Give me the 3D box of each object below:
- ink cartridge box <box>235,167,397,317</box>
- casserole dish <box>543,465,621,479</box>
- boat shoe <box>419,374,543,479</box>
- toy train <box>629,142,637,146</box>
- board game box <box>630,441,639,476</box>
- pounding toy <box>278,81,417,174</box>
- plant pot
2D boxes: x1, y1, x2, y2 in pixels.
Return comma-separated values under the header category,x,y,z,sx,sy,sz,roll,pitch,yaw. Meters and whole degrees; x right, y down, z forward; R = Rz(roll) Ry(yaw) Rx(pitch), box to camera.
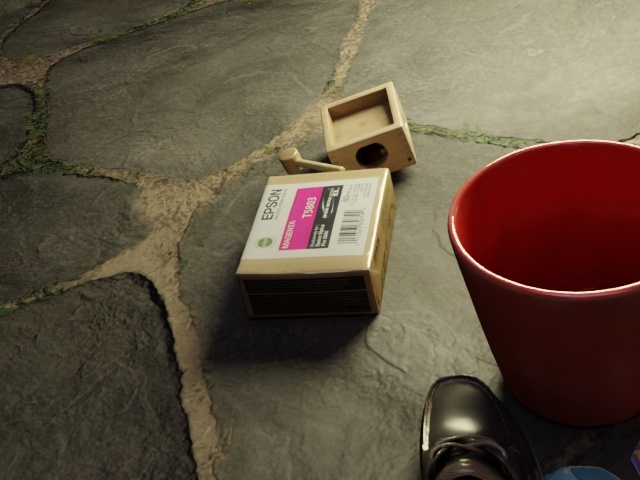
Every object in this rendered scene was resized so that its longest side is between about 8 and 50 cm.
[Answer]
category,x,y,z,sx,sy,sz,roll,pitch,yaw
ink cartridge box,0.000,0.000,1.363,0.193,0.088,0.234,-3,40,14
casserole dish,0.293,0.274,0.905,0.114,0.037,0.188,13,20,-41
boat shoe,0.167,0.256,0.949,0.132,0.130,0.355,-12,38,4
toy train,0.508,-0.110,1.379,0.158,0.027,0.036,20,60,36
board game box,0.403,0.237,0.973,0.133,0.033,0.168,-14,37,1
pounding toy,0.044,-0.138,1.525,0.206,0.094,0.181,-19,42,11
plant pot,0.292,0.058,1.063,0.275,0.243,0.275,-10,38,8
